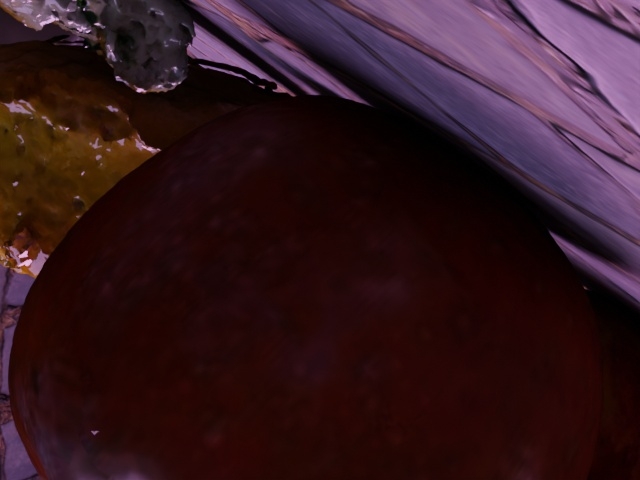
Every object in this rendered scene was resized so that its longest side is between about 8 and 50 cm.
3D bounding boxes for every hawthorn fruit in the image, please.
[{"bbox_3d":[-0.003,0.075,0.939,0.284,0.284,0.284,35,180,0],"label":"hawthorn fruit"}]

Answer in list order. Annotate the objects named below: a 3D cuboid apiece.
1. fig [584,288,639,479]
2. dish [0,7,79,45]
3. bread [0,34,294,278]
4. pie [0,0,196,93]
[{"bbox_3d":[0.111,0.094,1.204,0.204,0.186,0.249,11,-157,-38],"label":"fig"},{"bbox_3d":[-0.269,-0.191,1.335,0.229,0.229,0.081,35,139,23],"label":"dish"},{"bbox_3d":[-0.111,-0.035,1.253,0.260,0.160,0.147,16,-165,-17],"label":"bread"},{"bbox_3d":[-0.205,-0.188,1.145,0.302,0.067,0.302,33,-179,-1],"label":"pie"}]
